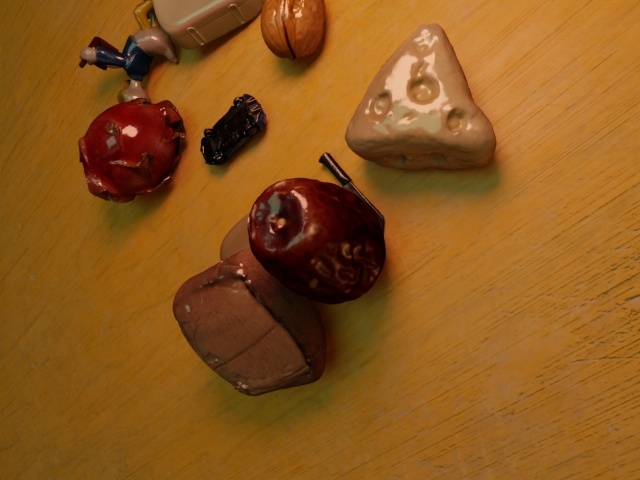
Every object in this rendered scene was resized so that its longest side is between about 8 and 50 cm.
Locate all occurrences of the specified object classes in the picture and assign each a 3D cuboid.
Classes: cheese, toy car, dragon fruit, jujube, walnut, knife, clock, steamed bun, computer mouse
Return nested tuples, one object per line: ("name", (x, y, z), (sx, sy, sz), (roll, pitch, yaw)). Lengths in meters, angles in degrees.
("cheese", (0.171, -0.208, 0.756), (0.247, 0.173, 0.251), (-33, 77, 22))
("toy car", (-0.219, -0.267, 1.039), (0.216, 0.063, 0.103), (-35, 70, 29))
("dragon fruit", (-0.506, -0.242, 1.113), (0.314, 0.250, 0.251), (-20, 77, 10))
("jujube", (0.000, 0.000, 0.753), (0.222, 0.318, 0.223), (-5, 77, 23))
("walnut", (-0.062, -0.490, 0.923), (0.144, 0.144, 0.180), (3, 93, 30))
("knife", (0.065, -0.095, 0.893), (0.230, 0.028, 0.060), (51, 123, 19))
("clock", (-0.304, -0.684, 1.065), (0.265, 0.108, 0.324), (-20, 78, 14))
("steamed bun", (-0.127, 0.160, 0.879), (0.251, 0.199, 0.301), (-29, 105, 24))
("computer mouse", (-0.147, 0.010, 0.970), (0.236, 0.082, 0.145), (-35, 70, 24))

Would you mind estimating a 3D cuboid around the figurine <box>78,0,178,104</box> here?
("figurine", (-0.550, -0.495, 1.175), (0.283, 0.204, 0.339), (-4, 97, 4))
